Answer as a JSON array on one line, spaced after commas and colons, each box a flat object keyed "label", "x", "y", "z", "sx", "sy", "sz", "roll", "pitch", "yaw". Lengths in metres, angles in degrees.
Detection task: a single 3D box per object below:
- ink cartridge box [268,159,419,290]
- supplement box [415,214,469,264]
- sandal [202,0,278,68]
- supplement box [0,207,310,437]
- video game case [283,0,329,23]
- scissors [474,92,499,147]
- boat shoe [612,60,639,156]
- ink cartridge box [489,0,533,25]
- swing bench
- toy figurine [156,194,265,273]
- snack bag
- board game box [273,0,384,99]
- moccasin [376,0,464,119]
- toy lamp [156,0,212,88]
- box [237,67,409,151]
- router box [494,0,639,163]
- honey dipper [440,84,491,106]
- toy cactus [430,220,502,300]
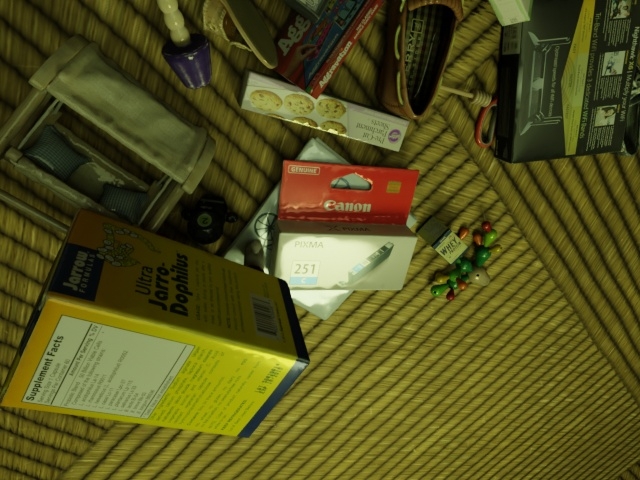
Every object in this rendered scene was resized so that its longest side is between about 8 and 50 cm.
[{"label": "ink cartridge box", "x": 0.055, "y": -0.020, "z": 0.887, "sx": 0.295, "sy": 0.066, "sz": 0.261, "roll": 1, "pitch": 119, "yaw": -16}, {"label": "supplement box", "x": 0.282, "y": -0.001, "z": 1.005, "sx": 0.083, "sy": 0.083, "sz": 0.056, "roll": 37, "pitch": 101, "yaw": -29}, {"label": "sandal", "x": -0.163, "y": -0.372, "z": 0.692, "sx": 0.079, "sy": 0.088, "sz": 0.240, "roll": -20, "pitch": 118, "yaw": 29}, {"label": "supplement box", "x": -0.227, "y": 0.136, "z": 0.654, "sx": 0.356, "sy": 0.195, "sz": 0.194, "roll": 24, "pitch": 115, "yaw": -30}, {"label": "video game case", "x": -0.057, "y": -0.505, "z": 0.616, "sx": 0.274, "sy": 0.035, "sz": 0.248, "roll": 29, "pitch": 91, "yaw": -19}, {"label": "scissors", "x": 0.401, "y": -0.341, "z": 0.908, "sx": 0.108, "sy": 0.021, "sz": 0.297, "roll": -2, "pitch": 118, "yaw": -15}, {"label": "boat shoe", "x": 0.663, "y": -0.327, "z": 0.952, "sx": 0.113, "sy": 0.105, "sz": 0.307, "roll": -21, "pitch": 120, "yaw": -8}, {"label": "ink cartridge box", "x": 0.291, "y": -0.490, "z": 0.693, "sx": 0.235, "sy": 0.056, "sz": 0.171, "roll": 16, "pitch": 83, "yaw": -50}, {"label": "swing bench", "x": -0.340, "y": -0.135, "z": 0.687, "sx": 0.253, "sy": 0.165, "sz": 0.255, "roll": 36, "pitch": 100, "yaw": -29}, {"label": "toy figurine", "x": -0.215, "y": 0.044, "z": 0.807, "sx": 0.213, "sy": 0.148, "sz": 0.210, "roll": -34, "pitch": 113, "yaw": 7}, {"label": "snack bag", "x": 0.000, "y": 0.000, "z": 0.942, "sx": 0.323, "sy": 0.037, "sz": 0.343, "roll": 32, "pitch": 106, "yaw": -28}, {"label": "board game box", "x": 0.027, "y": -0.380, "z": 0.698, "sx": 0.281, "sy": 0.145, "sz": 0.027, "roll": -53, "pitch": 145, "yaw": 12}, {"label": "moccasin", "x": 0.183, "y": -0.403, "z": 0.732, "sx": 0.139, "sy": 0.147, "sz": 0.381, "roll": 5, "pitch": 114, "yaw": -21}, {"label": "toy lamp", "x": -0.224, "y": -0.356, "z": 0.630, "sx": 0.080, "sy": 0.080, "sz": 0.275, "roll": -20, "pitch": 141, "yaw": -8}, {"label": "box", "x": 0.010, "y": -0.240, "z": 0.806, "sx": 0.323, "sy": 0.063, "sz": 0.067, "roll": 10, "pitch": 113, "yaw": -23}, {"label": "router box", "x": 0.492, "y": -0.324, "z": 0.872, "sx": 0.242, "sy": 0.081, "sz": 0.309, "roll": -6, "pitch": 112, "yaw": -4}, {"label": "honey dipper", "x": 0.275, "y": -0.304, "z": 0.883, "sx": 0.160, "sy": 0.030, "sz": 0.031, "roll": 6, "pitch": 114, "yaw": -19}, {"label": "toy cactus", "x": 0.376, "y": 0.069, "z": 1.072, "sx": 0.180, "sy": 0.112, "sz": 0.219, "roll": 30, "pitch": 95, "yaw": -38}]
